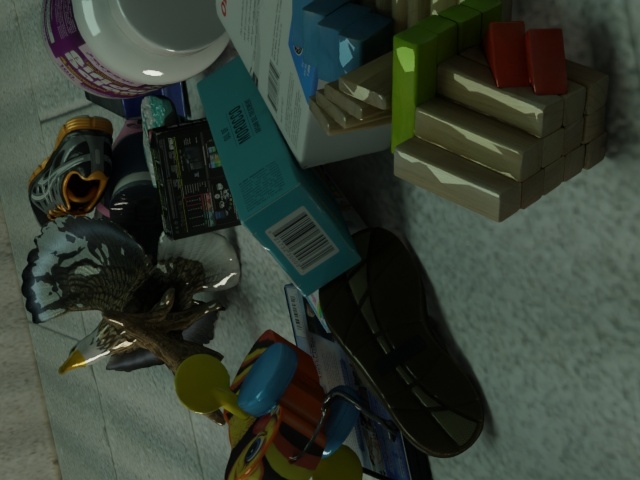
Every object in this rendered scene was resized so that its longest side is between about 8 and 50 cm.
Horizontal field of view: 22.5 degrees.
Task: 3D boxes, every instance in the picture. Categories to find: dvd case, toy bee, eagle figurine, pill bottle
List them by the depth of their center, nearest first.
[{"bbox_3d":[-0.050,0.174,1.440,0.195,0.162,0.298,35,178,5],"label":"toy bee"},{"bbox_3d":[0.031,0.131,1.513,0.253,0.022,0.180,-178,75,-70],"label":"dvd case"},{"bbox_3d":[-0.181,-0.237,1.644,0.301,0.169,0.169,180,78,-71],"label":"pill bottle"},{"bbox_3d":[-0.225,0.084,1.904,0.298,0.225,0.226,-149,55,-71],"label":"eagle figurine"}]

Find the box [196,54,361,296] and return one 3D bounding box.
[{"bbox_3d":[-0.039,-0.063,1.397,0.100,0.060,0.244,51,-170,-34],"label":"box"}]

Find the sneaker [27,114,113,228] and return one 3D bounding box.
[{"bbox_3d":[-0.304,-0.062,1.964,0.215,0.084,0.083,121,143,-51],"label":"sneaker"}]

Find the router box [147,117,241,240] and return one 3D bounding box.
[{"bbox_3d":[-0.129,-0.069,1.727,0.038,0.092,0.122,-151,51,-66],"label":"router box"}]

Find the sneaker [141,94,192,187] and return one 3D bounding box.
[{"bbox_3d":[-0.159,-0.119,1.801,0.166,0.076,0.065,102,153,-69],"label":"sneaker"}]

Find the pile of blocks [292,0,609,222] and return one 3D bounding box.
[{"bbox_3d":[0.055,-0.152,1.057,0.362,0.149,0.113,-127,30,-51],"label":"pile of blocks"}]

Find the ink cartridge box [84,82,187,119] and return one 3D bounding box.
[{"bbox_3d":[-0.256,-0.306,1.976,0.307,0.072,0.304,-151,51,-68],"label":"ink cartridge box"}]

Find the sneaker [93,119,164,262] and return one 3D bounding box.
[{"bbox_3d":[-0.239,-0.034,2.079,0.319,0.112,0.131,119,150,-55],"label":"sneaker"}]

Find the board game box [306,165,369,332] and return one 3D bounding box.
[{"bbox_3d":[0.000,0.000,1.462,0.154,0.026,0.103,-123,36,-55],"label":"board game box"}]

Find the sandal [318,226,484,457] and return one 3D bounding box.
[{"bbox_3d":[0.068,0.087,1.318,0.219,0.090,0.060,57,176,29],"label":"sandal"}]

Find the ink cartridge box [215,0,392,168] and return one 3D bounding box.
[{"bbox_3d":[-0.011,-0.185,1.319,0.148,0.086,0.203,98,151,-48],"label":"ink cartridge box"}]
